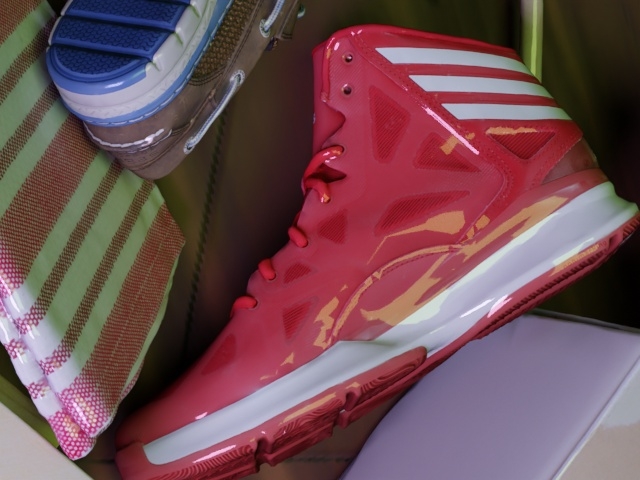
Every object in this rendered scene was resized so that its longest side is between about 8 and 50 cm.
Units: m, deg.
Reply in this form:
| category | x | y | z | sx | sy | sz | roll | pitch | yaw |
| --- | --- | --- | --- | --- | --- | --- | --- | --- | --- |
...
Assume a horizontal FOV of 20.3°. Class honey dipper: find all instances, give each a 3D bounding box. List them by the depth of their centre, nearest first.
| category | x | y | z | sx | sy | sz | roll | pitch | yaw |
| --- | --- | --- | --- | --- | --- | --- | --- | --- | --- |
| honey dipper | 0.086 | -0.064 | 0.748 | 0.030 | 0.030 | 0.160 | -3 | 100 | -29 |

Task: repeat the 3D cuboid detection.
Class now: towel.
| category | x | y | z | sx | sy | sz | roll | pitch | yaw |
| --- | --- | --- | --- | --- | --- | --- | --- | --- | --- |
| towel | -0.110 | -0.040 | 0.584 | 0.029 | 0.144 | 0.197 | -24 | 109 | 16 |

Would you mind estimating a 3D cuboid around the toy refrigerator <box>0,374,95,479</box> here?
| category | x | y | z | sx | sy | sz | roll | pitch | yaw |
| --- | --- | --- | --- | --- | --- | --- | --- | --- | --- |
| toy refrigerator | -0.190 | 0.030 | 0.554 | 0.269 | 0.102 | 0.094 | 45 | 73 | -24 |

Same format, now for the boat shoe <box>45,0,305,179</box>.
| category | x | y | z | sx | sy | sz | roll | pitch | yaw |
| --- | --- | --- | --- | --- | --- | --- | --- | --- | --- |
| boat shoe | -0.037 | -0.101 | 0.654 | 0.183 | 0.066 | 0.066 | -57 | 148 | -28 |

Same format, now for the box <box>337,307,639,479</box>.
| category | x | y | z | sx | sy | sz | roll | pitch | yaw |
| --- | --- | --- | --- | --- | --- | --- | --- | --- | --- |
| box | 0.146 | 0.182 | 0.747 | 0.311 | 0.121 | 0.148 | 47 | 72 | -24 |

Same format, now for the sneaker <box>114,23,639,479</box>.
| category | x | y | z | sx | sy | sz | roll | pitch | yaw |
| --- | --- | --- | --- | --- | --- | --- | --- | --- | --- |
| sneaker | 0.000 | 0.000 | 0.690 | 0.221 | 0.087 | 0.128 | -28 | 78 | -13 |
